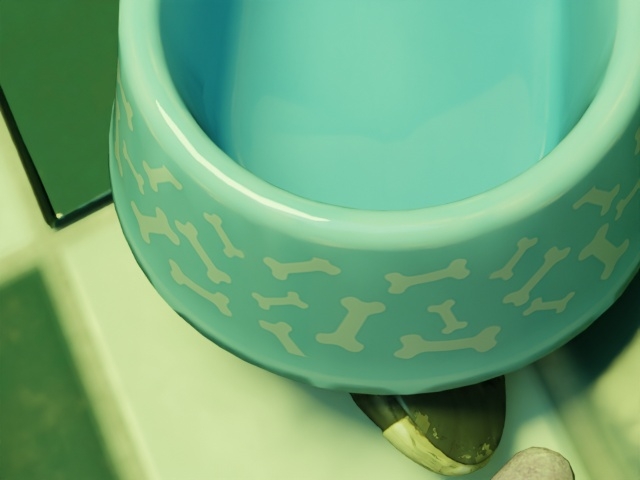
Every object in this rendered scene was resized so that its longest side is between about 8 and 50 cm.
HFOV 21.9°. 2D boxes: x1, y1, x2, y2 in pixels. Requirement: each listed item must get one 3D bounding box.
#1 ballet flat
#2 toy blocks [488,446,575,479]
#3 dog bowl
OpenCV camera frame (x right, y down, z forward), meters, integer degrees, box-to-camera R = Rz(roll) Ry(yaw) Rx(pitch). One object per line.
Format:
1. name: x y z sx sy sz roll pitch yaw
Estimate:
1. ballet flat: 0.000 0.000 0.506 0.173 0.057 0.049 56 134 21
2. toy blocks: 0.108 0.135 0.305 0.309 0.288 0.260 22 87 22
3. dog bowl: 0.024 -0.108 0.477 0.166 0.074 0.297 3 68 4
